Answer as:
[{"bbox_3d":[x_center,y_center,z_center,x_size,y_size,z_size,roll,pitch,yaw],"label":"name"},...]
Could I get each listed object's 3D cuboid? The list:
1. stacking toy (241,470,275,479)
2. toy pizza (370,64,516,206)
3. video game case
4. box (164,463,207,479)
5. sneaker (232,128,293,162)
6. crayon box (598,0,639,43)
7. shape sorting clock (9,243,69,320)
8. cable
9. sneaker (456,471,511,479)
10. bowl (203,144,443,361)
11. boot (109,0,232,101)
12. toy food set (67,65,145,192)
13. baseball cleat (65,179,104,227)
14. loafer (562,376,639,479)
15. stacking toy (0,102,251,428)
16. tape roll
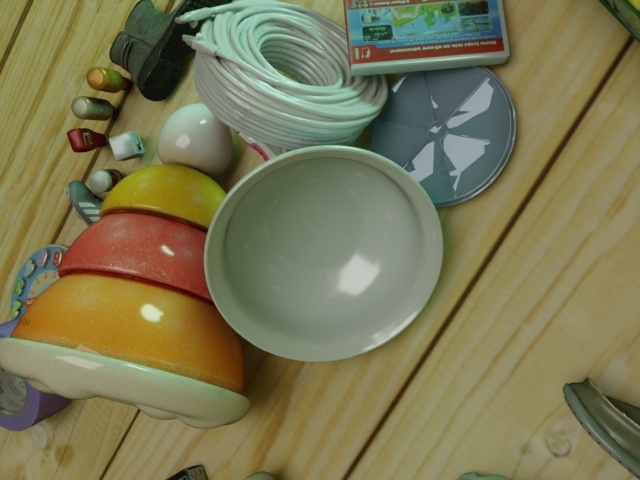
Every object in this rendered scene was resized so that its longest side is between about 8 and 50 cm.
[{"bbox_3d":[-0.041,0.487,0.890,0.141,0.141,0.330,-43,71,19],"label":"stacking toy"},{"bbox_3d":[0.162,-0.143,0.890,0.201,0.032,0.201,-3,84,28],"label":"toy pizza"},{"bbox_3d":[0.128,-0.360,0.875,0.203,0.025,0.285,-4,78,1],"label":"video game case"},{"bbox_3d":[-0.226,0.478,1.038,0.184,0.045,0.191,-34,69,20],"label":"box"},{"bbox_3d":[-0.049,-0.163,0.979,0.111,0.103,0.252,-40,74,16],"label":"sneaker"},{"bbox_3d":[0.387,-0.409,0.689,0.313,0.106,0.363,-37,48,22],"label":"crayon box"},{"bbox_3d":[-0.508,0.109,1.234,0.206,0.040,0.206,-3,84,29],"label":"shape sorting clock"},{"bbox_3d":[-0.040,-0.221,0.888,0.257,0.257,0.089,40,133,10],"label":"cable"},{"bbox_3d":[0.276,0.354,0.715,0.330,0.146,0.123,6,87,28],"label":"sneaker"},{"bbox_3d":[0.000,0.000,0.874,0.298,0.297,0.134,-50,21,16],"label":"bowl"},{"bbox_3d":[-0.267,-0.373,1.129,0.246,0.083,0.161,-49,59,15],"label":"boot"},{"bbox_3d":[-0.363,-0.177,1.170,0.111,0.104,0.232,-18,94,13],"label":"toy food set"},{"bbox_3d":[-0.363,-0.043,1.163,0.109,0.072,0.206,-38,73,7],"label":"baseball cleat"},{"bbox_3d":[0.376,0.228,0.710,0.251,0.094,0.087,40,93,21],"label":"loafer"},{"bbox_3d":[-0.224,0.009,0.977,0.350,0.350,0.480,4,70,29],"label":"stacking toy"},{"bbox_3d":[-0.535,0.236,1.186,0.188,0.080,0.189,7,106,27],"label":"tape roll"}]
